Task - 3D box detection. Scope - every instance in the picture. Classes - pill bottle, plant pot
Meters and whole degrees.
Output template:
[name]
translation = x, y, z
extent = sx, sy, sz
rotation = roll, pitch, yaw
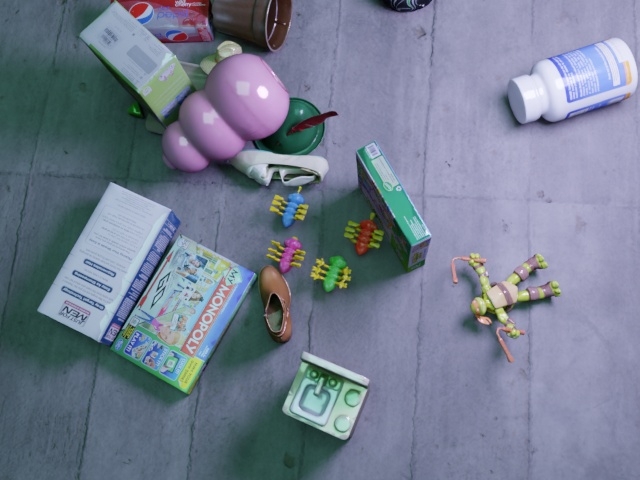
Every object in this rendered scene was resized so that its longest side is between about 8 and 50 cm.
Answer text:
[pill bottle]
translation = 0.597, -0.374, 1.828
extent = 0.272, 0.152, 0.152
rotation = -17, 74, -1
[plant pot]
translation = -0.178, -0.577, 1.947
extent = 0.165, 0.167, 0.167
rotation = 14, 76, 16

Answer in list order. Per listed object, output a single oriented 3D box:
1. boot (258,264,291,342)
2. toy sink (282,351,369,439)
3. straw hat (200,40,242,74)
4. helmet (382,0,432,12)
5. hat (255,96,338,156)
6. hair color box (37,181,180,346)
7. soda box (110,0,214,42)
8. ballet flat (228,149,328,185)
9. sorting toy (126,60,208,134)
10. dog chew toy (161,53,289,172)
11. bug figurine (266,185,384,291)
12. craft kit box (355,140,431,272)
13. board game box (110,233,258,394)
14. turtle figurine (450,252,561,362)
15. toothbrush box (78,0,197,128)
[boot]
translation = -0.104, 0.134, 1.735
extent = 0.073, 0.152, 0.197
rotation = -17, 74, -1
[toy sink]
translation = 0.014, 0.338, 1.628
extent = 0.153, 0.234, 0.131
rotation = 21, 77, 9
[straw hat]
translation = -0.231, -0.469, 1.930
extent = 0.144, 0.061, 0.144
rotation = 4, 42, -4
[helmet]
translation = 0.219, -0.672, 1.934
extent = 0.169, 0.161, 0.169
rotation = -1, 74, 4
[hat]
translation = -0.073, -0.308, 1.842
extent = 0.208, 0.183, 0.173
rotation = -15, 73, 0
[hair color box]
translation = -0.494, 0.057, 1.811
extent = 0.174, 0.105, 0.347
rotation = 24, 77, 11
[soda box]
translation = -0.412, -0.573, 1.994
extent = 0.263, 0.083, 0.092
rotation = 0, 75, 4
[ballet flat]
translation = -0.105, -0.171, 1.854
extent = 0.248, 0.086, 0.086
rotation = 2, 74, 6
[sorting toy]
translation = -0.331, -0.350, 1.947
extent = 0.348, 0.047, 0.196
rotation = 13, 80, 8
[dog chew toy]
translation = -0.236, -0.284, 1.798
extent = 0.332, 0.206, 0.206
rotation = -38, 75, 9
[bug figurine]
translation = 0.000, 0.000, 1.807
extent = 0.279, 0.072, 0.216
rotation = 21, 74, 12
[craft kit box]
translation = 0.162, -0.070, 1.726
extent = 0.061, 0.246, 0.250
rotation = -28, 74, -1
[board game box]
translation = -0.318, 0.170, 1.798
extent = 0.213, 0.046, 0.317
rotation = 27, 78, 12
[turtle figurine]
translation = 0.428, 0.132, 1.732
extent = 0.217, 0.087, 0.269
rotation = -22, 65, -10
[toothbrush box]
translation = -0.409, -0.395, 1.793
extent = 0.206, 0.283, 0.122
rotation = 44, 86, 11
